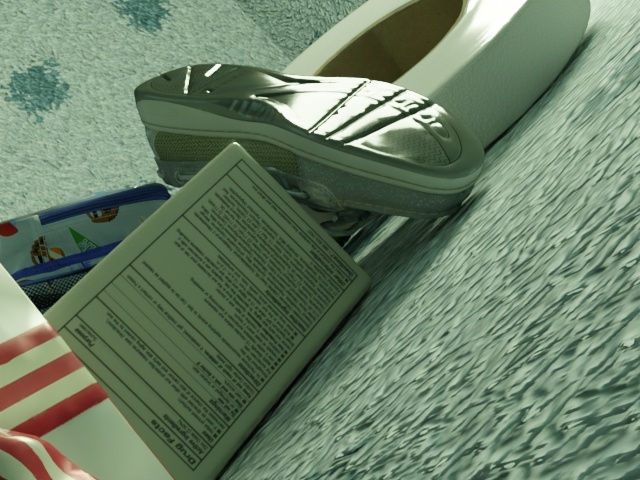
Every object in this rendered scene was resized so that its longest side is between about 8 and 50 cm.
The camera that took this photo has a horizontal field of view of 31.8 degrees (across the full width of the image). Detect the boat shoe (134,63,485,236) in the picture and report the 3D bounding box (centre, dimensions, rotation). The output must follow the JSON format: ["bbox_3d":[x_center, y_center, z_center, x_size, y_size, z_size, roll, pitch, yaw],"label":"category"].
[{"bbox_3d":[-0.015,-0.066,0.878,0.320,0.103,0.118,14,33,33],"label":"boat shoe"}]

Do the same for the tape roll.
[{"bbox_3d":[0.072,-0.155,1.082,0.392,0.072,0.392,-32,22,15],"label":"tape roll"}]

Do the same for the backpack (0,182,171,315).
[{"bbox_3d":[-0.181,0.068,0.986,0.263,0.213,0.276,-8,-3,-21],"label":"backpack"}]

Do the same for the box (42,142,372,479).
[{"bbox_3d":[-0.098,0.069,0.782,0.232,0.148,0.127,-47,5,-39],"label":"box"}]

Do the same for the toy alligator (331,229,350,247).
[{"bbox_3d":[0.000,0.000,1.221,0.190,0.056,0.051,-50,44,35],"label":"toy alligator"}]

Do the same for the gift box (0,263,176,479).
[{"bbox_3d":[-0.242,0.166,0.573,0.258,0.255,0.276,-44,-2,29],"label":"gift box"}]
